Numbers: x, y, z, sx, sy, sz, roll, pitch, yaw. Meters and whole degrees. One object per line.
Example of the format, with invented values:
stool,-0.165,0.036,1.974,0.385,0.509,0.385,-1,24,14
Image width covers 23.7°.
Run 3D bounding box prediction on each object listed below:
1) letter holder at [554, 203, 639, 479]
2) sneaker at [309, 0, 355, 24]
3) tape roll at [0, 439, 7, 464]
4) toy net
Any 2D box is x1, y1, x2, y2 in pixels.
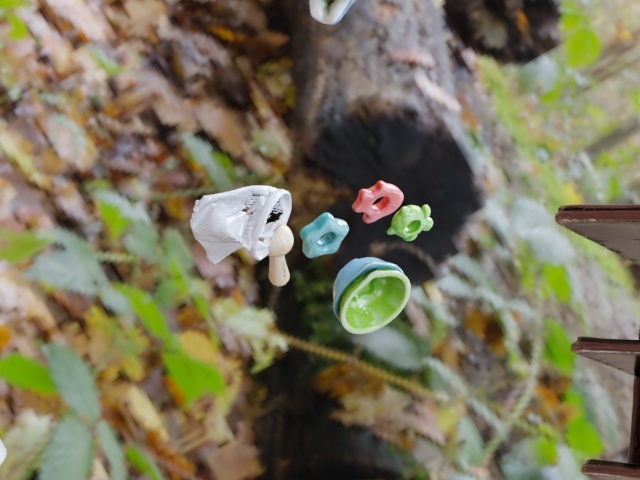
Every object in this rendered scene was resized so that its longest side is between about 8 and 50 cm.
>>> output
letter holder,0.289,0.070,0.824,0.214,0.302,0.152,23,72,-59
sneaker,0.016,-0.279,1.367,0.211,0.080,0.081,79,29,-55
tape roll,-0.310,0.100,0.790,0.169,0.246,0.246,61,10,-5
toy net,0.000,0.000,1.216,0.232,0.122,0.045,20,27,-46
